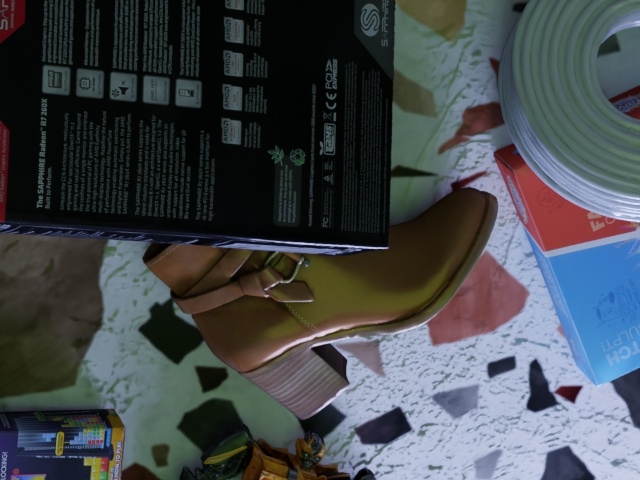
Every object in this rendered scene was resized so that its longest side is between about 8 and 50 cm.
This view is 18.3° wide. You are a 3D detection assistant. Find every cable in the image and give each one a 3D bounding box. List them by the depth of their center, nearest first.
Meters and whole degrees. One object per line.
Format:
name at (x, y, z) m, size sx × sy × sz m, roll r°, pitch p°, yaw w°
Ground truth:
cable at (0.288, -0.143, 1.752) m, size 0.257 × 0.089 × 0.257 m, roll -22°, pitch 80°, yaw -3°

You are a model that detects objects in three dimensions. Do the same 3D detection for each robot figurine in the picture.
robot figurine at (-0.060, 0.317, 1.877) m, size 0.211 × 0.085 × 0.291 m, roll 21°, pitch 102°, yaw -18°

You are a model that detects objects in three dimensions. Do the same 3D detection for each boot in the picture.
boot at (0.000, 0.000, 1.793) m, size 0.283 × 0.109 × 0.220 m, roll -41°, pitch 107°, yaw 10°

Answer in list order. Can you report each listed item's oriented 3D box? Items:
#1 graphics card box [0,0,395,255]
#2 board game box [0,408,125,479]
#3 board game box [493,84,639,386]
graphics card box at (-0.120, -0.113, 1.645) m, size 0.371 × 0.094 × 0.233 m, roll 3°, pitch 84°, yaw -23°
board game box at (-0.258, 0.241, 1.818) m, size 0.141 × 0.048 × 0.170 m, roll -1°, pitch 109°, yaw -22°
board game box at (0.351, -0.037, 1.866) m, size 0.316 × 0.064 × 0.242 m, roll -26°, pitch 111°, yaw -4°
